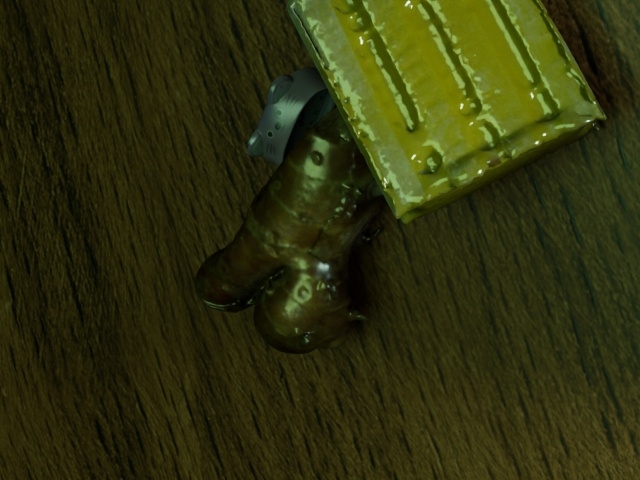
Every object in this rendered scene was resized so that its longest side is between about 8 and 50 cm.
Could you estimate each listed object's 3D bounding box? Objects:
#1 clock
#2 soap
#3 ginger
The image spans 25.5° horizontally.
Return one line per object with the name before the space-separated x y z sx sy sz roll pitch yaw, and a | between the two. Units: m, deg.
clock | -0.040 -0.171 2.039 0.050 0.110 0.153 37 118 26
soap | 0.158 -0.223 1.814 0.293 0.156 0.335 -30 82 7
ginger | 0.000 0.000 2.014 0.254 0.176 0.418 40 119 9
